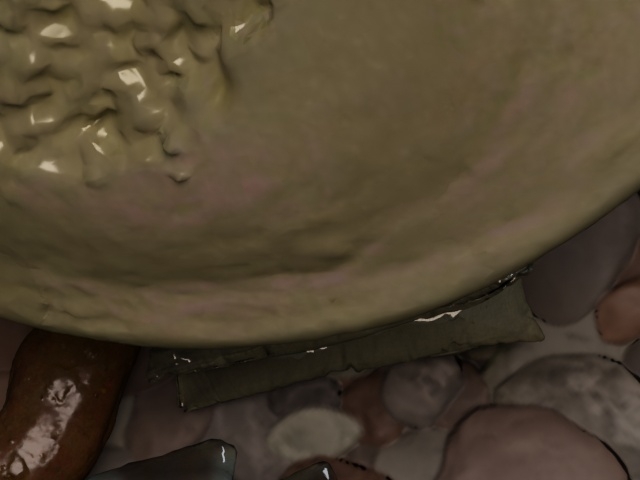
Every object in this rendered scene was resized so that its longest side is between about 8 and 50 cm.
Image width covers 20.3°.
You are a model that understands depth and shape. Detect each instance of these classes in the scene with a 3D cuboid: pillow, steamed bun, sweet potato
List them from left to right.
[{"bbox_3d":[-0.147,0.107,0.809,0.065,0.051,0.218,33,75,25],"label":"sweet potato"},{"bbox_3d":[-0.019,-0.149,0.715,0.455,0.290,0.371,-8,30,22],"label":"steamed bun"},{"bbox_3d":[0.000,0.000,0.835,0.181,0.078,0.134,-14,67,-1],"label":"pillow"}]

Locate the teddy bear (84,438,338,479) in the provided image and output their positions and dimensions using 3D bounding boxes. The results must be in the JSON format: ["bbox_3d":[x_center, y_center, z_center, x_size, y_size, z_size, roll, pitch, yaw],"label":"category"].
[{"bbox_3d":[-0.138,0.274,0.635,0.327,0.375,0.362,2,93,39],"label":"teddy bear"}]
